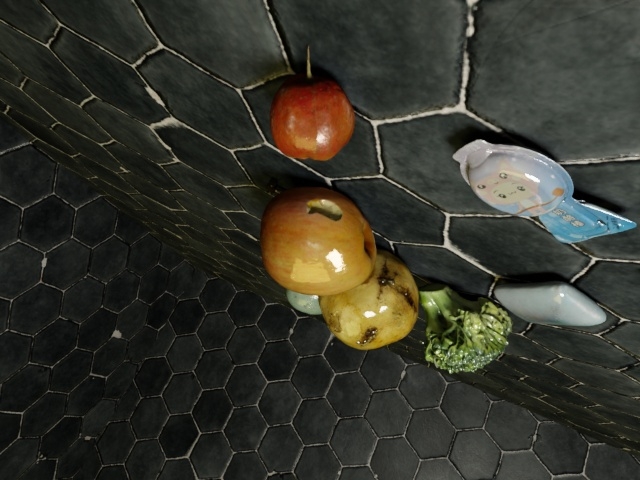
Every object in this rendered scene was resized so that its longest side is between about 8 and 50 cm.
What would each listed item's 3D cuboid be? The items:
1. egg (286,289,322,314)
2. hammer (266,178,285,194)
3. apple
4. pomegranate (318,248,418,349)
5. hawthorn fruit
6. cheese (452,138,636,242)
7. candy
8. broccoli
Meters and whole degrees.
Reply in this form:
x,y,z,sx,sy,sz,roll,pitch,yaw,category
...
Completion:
x,y,z,sx,sy,sz,roll,pitch,yaw,category
0.008,0.126,1.268,0.169,0.237,0.169,45,149,36,egg
-0.049,-0.096,1.036,0.178,0.021,0.065,26,162,-1,hammer
0.000,0.000,0.938,0.241,0.242,0.242,3,154,23,apple
0.122,0.148,1.100,0.261,0.260,0.260,24,162,8,pomegranate
-0.016,-0.173,0.602,0.125,0.125,0.140,20,163,20,hawthorn fruit
0.293,-0.065,0.589,0.245,0.052,0.135,30,162,-11,cheese
0.462,0.131,0.880,0.138,0.071,0.174,31,162,-16,candy
0.361,0.206,1.116,0.245,0.248,0.288,64,171,0,broccoli
